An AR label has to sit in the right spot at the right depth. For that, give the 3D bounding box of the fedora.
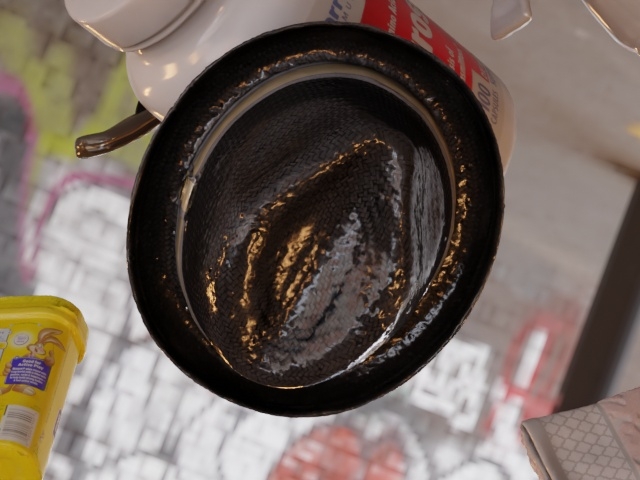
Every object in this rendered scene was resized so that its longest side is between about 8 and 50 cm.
[{"bbox_3d":[0.000,0.000,1.547,0.334,0.334,0.152,22,-167,-9],"label":"fedora"}]

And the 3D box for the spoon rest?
[{"bbox_3d":[0.279,-0.224,1.845,0.276,0.084,0.137,1,162,-33],"label":"spoon rest"}]

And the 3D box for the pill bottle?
[{"bbox_3d":[-0.027,-0.162,1.799,0.407,0.229,0.229,35,167,-34],"label":"pill bottle"}]

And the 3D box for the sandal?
[{"bbox_3d":[-0.159,-0.147,2.000,0.060,0.219,0.090,65,161,-4],"label":"sandal"}]

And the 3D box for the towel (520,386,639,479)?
[{"bbox_3d":[0.413,0.288,2.132,0.317,0.332,0.053,-14,142,-9],"label":"towel"}]

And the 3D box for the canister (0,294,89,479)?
[{"bbox_3d":[-0.277,0.133,1.681,0.126,0.170,0.073,-4,133,14],"label":"canister"}]
